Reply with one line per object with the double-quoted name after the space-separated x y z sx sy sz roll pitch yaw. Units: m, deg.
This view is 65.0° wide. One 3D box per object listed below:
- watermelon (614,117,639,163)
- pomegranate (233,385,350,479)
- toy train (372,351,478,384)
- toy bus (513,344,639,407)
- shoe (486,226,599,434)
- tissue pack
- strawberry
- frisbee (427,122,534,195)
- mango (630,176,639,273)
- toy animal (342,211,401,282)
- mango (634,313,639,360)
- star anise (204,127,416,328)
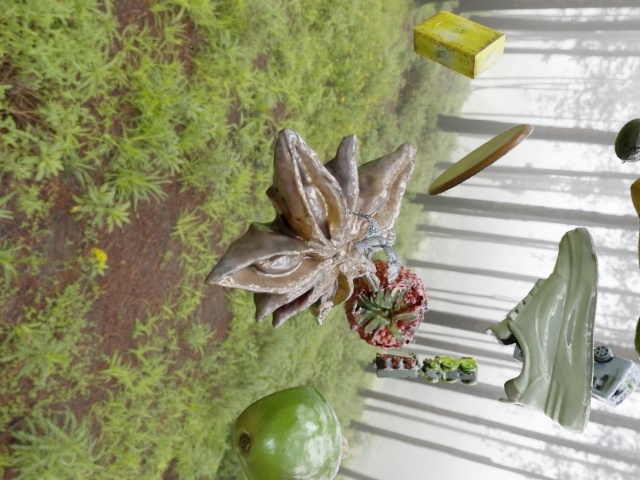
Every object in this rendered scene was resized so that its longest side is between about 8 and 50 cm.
0.742 -0.234 1.186 0.078 0.078 0.110 -14 122 -69 "watermelon"
-0.043 0.385 0.899 0.159 0.190 0.241 58 -11 40 "pomegranate"
0.249 0.301 1.198 0.085 0.250 0.053 -66 160 -78 "toy train"
0.725 0.351 1.442 0.109 0.330 0.136 42 78 -31 "toy bus"
0.347 0.129 0.793 0.124 0.159 0.316 46 50 -55 "shoe"
0.296 -0.426 1.084 0.095 0.176 0.062 -37 144 -16 "tissue pack"
0.190 0.175 1.490 0.257 0.261 0.261 -60 153 -66 "strawberry"
0.332 -0.171 1.062 0.021 0.251 0.251 53 31 -5 "frisbee"
0.609 0.023 0.811 0.120 0.177 0.295 -25 93 -48 "mango"
0.054 0.005 0.484 0.084 0.028 0.050 58 16 21 "toy animal"
0.498 0.094 0.554 0.143 0.175 0.293 -15 160 -33 "mango"
0.002 -0.001 0.635 0.349 0.109 0.292 -9 136 -46 "star anise"
